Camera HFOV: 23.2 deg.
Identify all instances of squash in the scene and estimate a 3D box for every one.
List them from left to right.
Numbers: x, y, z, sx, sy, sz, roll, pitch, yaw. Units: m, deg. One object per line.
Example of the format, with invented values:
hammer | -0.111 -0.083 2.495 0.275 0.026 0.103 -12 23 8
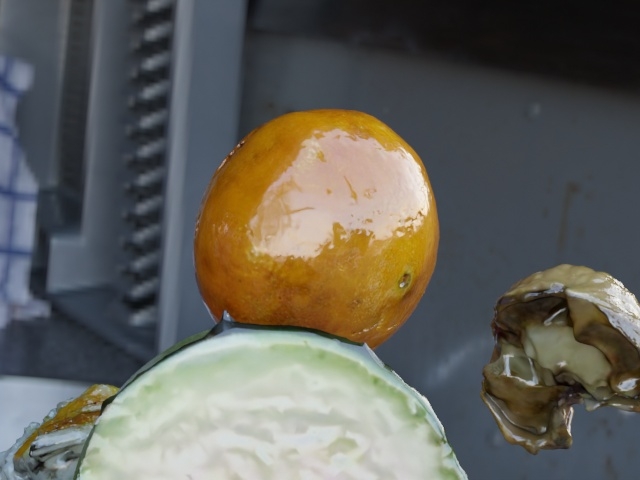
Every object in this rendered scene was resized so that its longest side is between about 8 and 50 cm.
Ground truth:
squash | -0.048 0.192 1.098 0.263 0.263 0.384 7 -6 -4

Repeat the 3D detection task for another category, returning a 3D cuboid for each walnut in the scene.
walnut | 0.274 0.110 1.674 0.238 0.204 0.141 -25 18 45

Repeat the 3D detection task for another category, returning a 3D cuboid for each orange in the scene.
orange | 0.000 0.000 1.621 0.226 0.284 0.284 28 19 29

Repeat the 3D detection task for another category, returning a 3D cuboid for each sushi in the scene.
sushi | -0.239 0.264 1.651 0.184 0.274 0.139 -32 34 -13
